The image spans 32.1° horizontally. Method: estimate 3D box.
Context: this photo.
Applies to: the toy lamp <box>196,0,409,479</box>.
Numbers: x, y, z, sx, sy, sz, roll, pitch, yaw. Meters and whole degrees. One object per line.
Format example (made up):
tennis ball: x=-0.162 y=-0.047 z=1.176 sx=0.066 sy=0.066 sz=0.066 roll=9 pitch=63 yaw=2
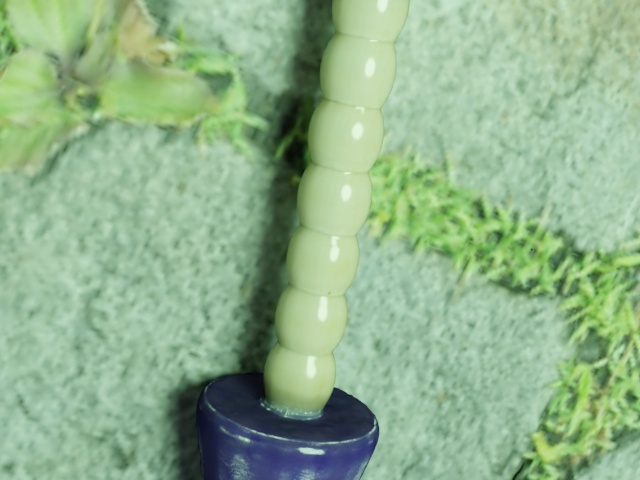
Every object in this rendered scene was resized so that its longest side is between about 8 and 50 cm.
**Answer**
toy lamp: x=0.000 y=0.000 z=0.445 sx=0.080 sy=0.080 sz=0.274 roll=5 pitch=102 yaw=-23
